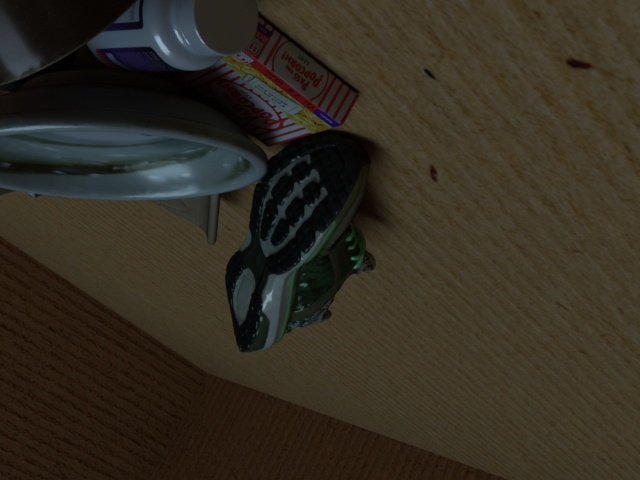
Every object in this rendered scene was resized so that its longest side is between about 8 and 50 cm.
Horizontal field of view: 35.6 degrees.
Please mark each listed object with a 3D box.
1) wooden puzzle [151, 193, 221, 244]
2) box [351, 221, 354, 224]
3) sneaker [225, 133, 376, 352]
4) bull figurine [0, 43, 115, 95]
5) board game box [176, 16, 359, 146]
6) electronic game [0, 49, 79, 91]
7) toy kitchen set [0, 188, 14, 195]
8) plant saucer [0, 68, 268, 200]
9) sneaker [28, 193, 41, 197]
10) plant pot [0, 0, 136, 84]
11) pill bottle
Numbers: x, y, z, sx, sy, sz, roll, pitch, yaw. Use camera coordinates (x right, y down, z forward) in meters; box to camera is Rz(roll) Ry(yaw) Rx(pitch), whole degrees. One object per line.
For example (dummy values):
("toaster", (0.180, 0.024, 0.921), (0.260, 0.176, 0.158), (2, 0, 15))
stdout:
("wooden puzzle", (-0.289, -0.149, 1.553), (0.347, 0.081, 0.322), (33, 163, 2))
("box", (-0.025, -0.027, 1.468), (0.136, 0.081, 0.028), (34, 163, -19))
("sneaker", (0.000, 0.000, 1.359), (0.182, 0.158, 0.410), (-6, 148, -28))
("bull figurine", (-0.404, -0.245, 1.313), (0.310, 0.101, 0.188), (-15, 117, 38))
("board game box", (-0.065, -0.177, 1.144), (0.146, 0.045, 0.193), (35, 163, -21))
("electronic game", (-0.388, -0.282, 1.180), (0.229, 0.048, 0.229), (10, 127, 14))
("toy kitchen set", (-0.659, -0.172, 1.809), (0.166, 0.122, 0.207), (4, 112, 56))
("plant saucer", (-0.264, -0.133, 1.231), (0.400, 0.101, 0.400), (0, 172, 0))
("sneaker", (-0.602, -0.165, 1.929), (0.152, 0.114, 0.305), (28, 164, -5))
("plant pot", (-0.306, -0.301, 0.931), (0.215, 0.215, 0.230), (10, 142, 47))
("pill bottle", (-0.154, -0.228, 1.023), (0.193, 0.108, 0.108), (11, 156, 47))
